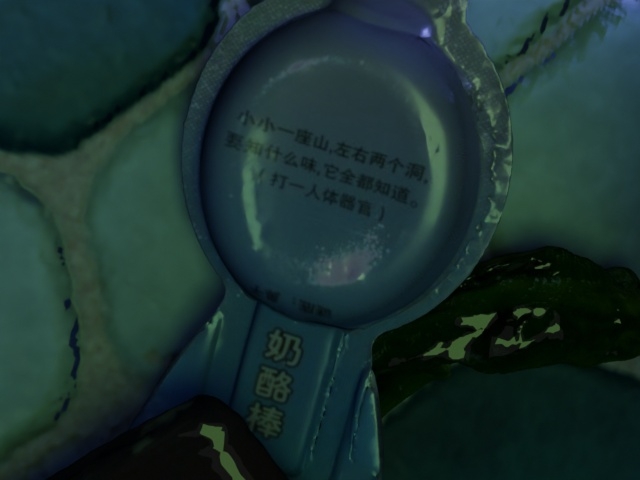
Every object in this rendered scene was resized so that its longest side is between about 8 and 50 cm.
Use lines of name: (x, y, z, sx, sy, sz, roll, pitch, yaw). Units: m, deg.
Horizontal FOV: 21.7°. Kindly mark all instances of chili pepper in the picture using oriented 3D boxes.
chili pepper: (0.058, 0.052, 0.729, 0.182, 0.050, 0.073, -26, 119, -2)

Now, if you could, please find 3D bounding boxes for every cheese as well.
cheese: (0.000, 0.000, 0.683, 0.135, 0.052, 0.245, 18, 106, 9)

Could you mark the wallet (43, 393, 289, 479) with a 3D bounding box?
wallet: (-0.051, 0.183, 0.728, 0.182, 0.049, 0.229, -28, 112, 21)
